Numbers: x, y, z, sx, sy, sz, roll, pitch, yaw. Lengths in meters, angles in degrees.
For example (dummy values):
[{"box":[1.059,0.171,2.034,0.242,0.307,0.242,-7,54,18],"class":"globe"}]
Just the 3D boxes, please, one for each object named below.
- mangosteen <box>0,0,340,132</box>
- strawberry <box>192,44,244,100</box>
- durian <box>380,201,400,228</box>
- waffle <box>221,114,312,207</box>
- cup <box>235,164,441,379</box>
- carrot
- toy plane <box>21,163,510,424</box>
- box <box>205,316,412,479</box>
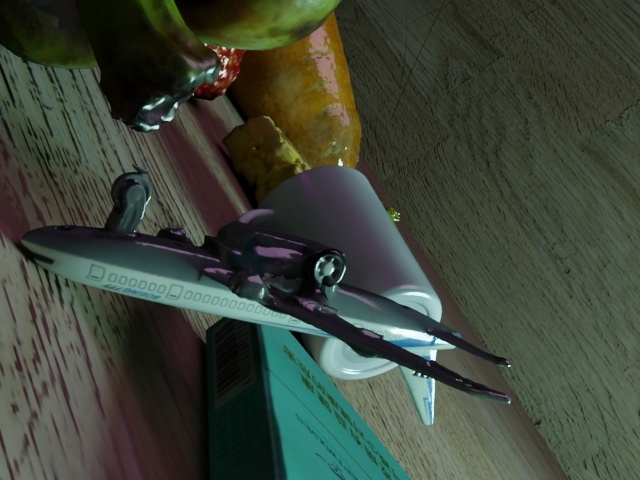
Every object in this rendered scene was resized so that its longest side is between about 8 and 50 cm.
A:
[{"box":[-0.097,-0.243,0.569,0.330,0.330,0.330,54,7,-10],"class":"mangosteen"},{"box":[-0.108,-0.203,1.028,0.174,0.098,0.228,58,8,17],"class":"strawberry"},{"box":[0.034,-0.023,1.284,0.100,0.086,0.215,41,10,-2],"class":"durian"},{"box":[0.000,0.000,1.004,0.210,0.055,0.160,61,8,32],"class":"waffle"},{"box":[0.000,0.026,0.805,0.099,0.136,0.133,100,-30,-47],"class":"cup"},{"box":[-0.023,-0.162,1.298,0.159,0.159,0.225,19,47,-79],"class":"carrot"},{"box":[-0.019,0.023,0.483,0.226,0.058,0.226,27,0,-33],"class":"toy plane"},{"box":[0.011,0.134,0.487,0.162,0.041,0.229,51,8,-20],"class":"box"}]
